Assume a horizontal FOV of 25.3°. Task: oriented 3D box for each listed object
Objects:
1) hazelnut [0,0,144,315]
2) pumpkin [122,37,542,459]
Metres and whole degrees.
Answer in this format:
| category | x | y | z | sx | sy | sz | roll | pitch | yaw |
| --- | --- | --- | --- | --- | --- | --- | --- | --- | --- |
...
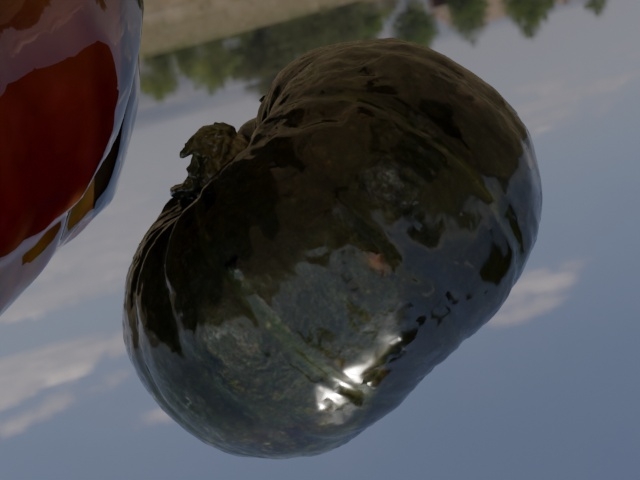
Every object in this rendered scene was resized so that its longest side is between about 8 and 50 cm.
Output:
| category | x | y | z | sx | sy | sz | roll | pitch | yaw |
| --- | --- | --- | --- | --- | --- | --- | --- | --- | --- |
| hazelnut | -0.258 | -0.078 | 0.634 | 0.359 | 0.359 | 0.409 | -10 | -147 | 33 |
| pumpkin | 0.000 | 0.000 | 0.679 | 0.223 | 0.157 | 0.223 | -48 | -171 | 10 |
